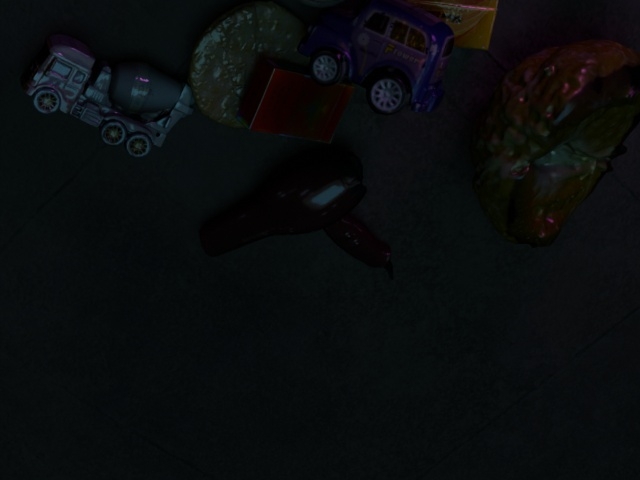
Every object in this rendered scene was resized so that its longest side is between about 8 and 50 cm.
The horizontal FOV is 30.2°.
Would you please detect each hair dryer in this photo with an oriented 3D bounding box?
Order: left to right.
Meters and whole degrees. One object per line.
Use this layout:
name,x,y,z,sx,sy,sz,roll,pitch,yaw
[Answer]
hair dryer,0.000,0.000,2.084,0.312,0.123,0.340,-28,135,23

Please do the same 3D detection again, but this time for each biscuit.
biscuit,-0.107,-0.275,1.880,0.219,0.033,0.220,-13,125,-19

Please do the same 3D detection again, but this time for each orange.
orange,0.363,-0.179,1.923,0.270,0.210,0.369,-11,139,-50

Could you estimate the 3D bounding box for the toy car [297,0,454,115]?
toy car,0.092,-0.296,1.821,0.235,0.172,0.158,25,108,9

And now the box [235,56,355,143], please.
box,-0.039,-0.223,1.896,0.175,0.048,0.112,7,117,-41

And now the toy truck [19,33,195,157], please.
toy truck,-0.329,-0.234,1.858,0.256,0.108,0.140,26,103,-26

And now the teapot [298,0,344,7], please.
teapot,-0.009,-0.412,1.758,0.239,0.149,0.162,-15,126,1

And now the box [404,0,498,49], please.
box,0.214,-0.432,1.839,0.152,0.043,0.269,5,123,-8
